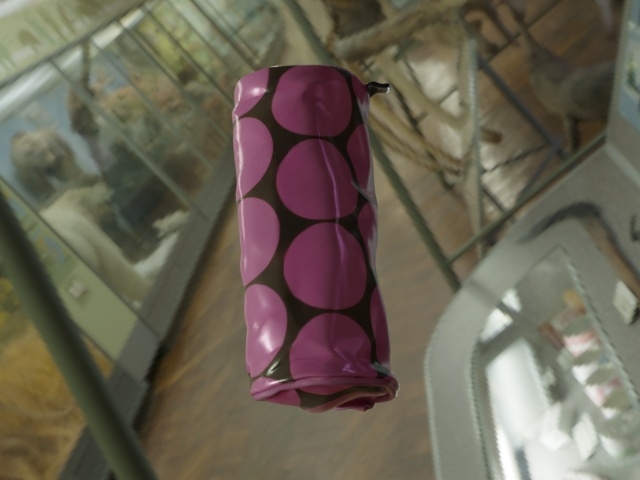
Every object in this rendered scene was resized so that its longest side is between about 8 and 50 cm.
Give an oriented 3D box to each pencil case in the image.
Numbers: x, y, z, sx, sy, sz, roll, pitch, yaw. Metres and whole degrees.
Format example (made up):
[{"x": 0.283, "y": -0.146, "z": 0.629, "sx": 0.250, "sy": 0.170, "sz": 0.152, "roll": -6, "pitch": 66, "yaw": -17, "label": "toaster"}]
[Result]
[{"x": 0.000, "y": 0.000, "z": 0.672, "sx": 0.095, "sy": 0.098, "sz": 0.209, "roll": -9, "pitch": 65, "yaw": 15, "label": "pencil case"}]
